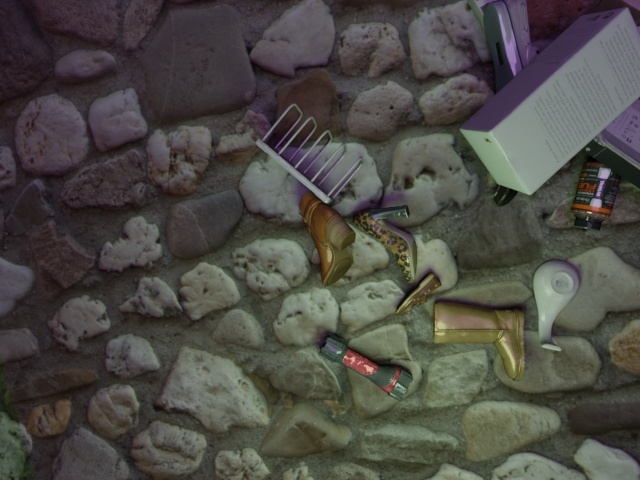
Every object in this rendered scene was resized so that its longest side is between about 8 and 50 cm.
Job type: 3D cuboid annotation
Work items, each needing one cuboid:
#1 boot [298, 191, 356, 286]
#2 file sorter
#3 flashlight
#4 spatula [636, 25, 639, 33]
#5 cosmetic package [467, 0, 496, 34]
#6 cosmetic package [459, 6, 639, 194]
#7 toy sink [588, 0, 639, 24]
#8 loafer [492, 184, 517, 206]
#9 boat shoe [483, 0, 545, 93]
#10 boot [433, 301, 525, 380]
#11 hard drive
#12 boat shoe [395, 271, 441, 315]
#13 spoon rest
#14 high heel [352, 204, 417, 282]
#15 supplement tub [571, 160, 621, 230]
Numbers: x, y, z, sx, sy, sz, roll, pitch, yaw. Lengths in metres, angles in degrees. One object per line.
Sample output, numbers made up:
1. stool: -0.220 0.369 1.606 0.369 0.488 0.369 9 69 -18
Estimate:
1. boot: 0.000 0.000 1.471 0.109 0.283 0.220 -29 57 -26
2. file sorter: -0.025 -0.267 1.421 0.278 0.193 0.173 40 96 3
3. flashlight: 0.147 0.406 1.493 0.304 0.103 0.103 29 99 4
4. spatula: 0.828 -0.539 1.330 0.242 0.019 0.168 10 131 7
5. cosmetic package: 0.492 -0.754 1.373 0.099 0.060 0.239 -30 90 8
6. cosmetic package: 0.636 -0.367 1.230 0.453 0.161 0.230 -42 112 2
7. toy sink: 0.895 -0.730 1.272 0.131 0.153 0.234 35 99 4
8. loafer: 0.580 -0.212 1.405 0.078 0.080 0.220 28 100 38
9. boat shoe: 0.598 -0.526 1.338 0.157 0.136 0.367 -18 100 -1
10. boot: 0.495 0.317 1.449 0.270 0.089 0.236 1 82 7
11. hard drive: 0.920 -0.268 1.297 0.339 0.064 0.237 37 68 3
12. boat shoe: 0.316 0.182 1.470 0.060 0.064 0.178 44 96 5
13. spoon rest: 0.721 0.197 1.418 0.137 0.084 0.276 12 83 6
14. high heel: 0.210 0.017 1.478 0.186 0.093 0.261 -6 103 26
15. supplement tub: 0.815 -0.130 1.354 0.106 0.106 0.197 12 96 7
